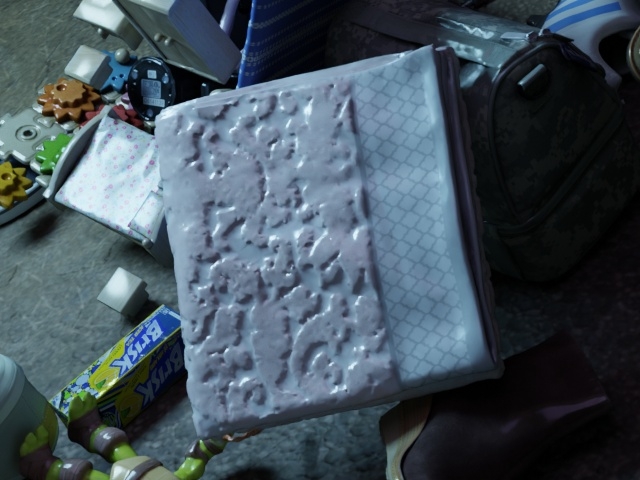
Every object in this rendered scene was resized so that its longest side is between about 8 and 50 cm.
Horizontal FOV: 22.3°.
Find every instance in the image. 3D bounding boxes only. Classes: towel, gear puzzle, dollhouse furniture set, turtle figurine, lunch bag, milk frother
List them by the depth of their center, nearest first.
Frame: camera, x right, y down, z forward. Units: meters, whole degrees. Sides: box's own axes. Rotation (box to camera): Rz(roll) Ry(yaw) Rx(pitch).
[{"bbox_3d":[0.000,0.000,1.536,0.317,0.053,0.332,-14,75,21],"label":"towel"},{"bbox_3d":[-0.174,0.231,1.604,0.217,0.087,0.269,26,56,29],"label":"turtle figurine"},{"bbox_3d":[0.159,-0.129,1.686,0.212,0.256,0.305,-48,41,-14],"label":"lunch bag"},{"bbox_3d":[-0.038,-0.176,1.728,0.040,0.336,0.243,24,32,18],"label":"towel"},{"bbox_3d":[-0.269,-0.140,1.929,0.303,0.174,0.355,25,76,32],"label":"dollhouse furniture set"},{"bbox_3d":[-0.169,-0.168,2.120,0.129,0.143,0.135,30,27,29],"label":"milk frother"},{"bbox_3d":[-0.342,-0.151,2.158,0.175,0.044,0.339,32,54,25],"label":"gear puzzle"}]

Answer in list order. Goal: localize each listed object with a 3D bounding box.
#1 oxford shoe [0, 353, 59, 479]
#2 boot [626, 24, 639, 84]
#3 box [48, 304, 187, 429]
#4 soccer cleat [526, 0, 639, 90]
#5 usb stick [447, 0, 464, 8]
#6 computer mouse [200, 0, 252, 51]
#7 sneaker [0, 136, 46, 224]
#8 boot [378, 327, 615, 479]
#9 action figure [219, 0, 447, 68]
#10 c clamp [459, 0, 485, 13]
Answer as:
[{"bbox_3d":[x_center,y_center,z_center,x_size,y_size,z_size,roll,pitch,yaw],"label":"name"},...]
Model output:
[{"bbox_3d":[-0.450,0.239,1.757,0.449,0.130,0.169,-20,39,36],"label":"oxford shoe"},{"bbox_3d":[0.475,-0.263,1.773,0.305,0.112,0.115,-29,-1,-3],"label":"boot"},{"bbox_3d":[-0.207,0.148,1.764,0.169,0.054,0.059,-42,37,-19],"label":"box"},{"bbox_3d":[0.334,-0.259,1.912,0.143,0.116,0.331,18,47,16],"label":"soccer cleat"},{"bbox_3d":[0.135,-0.296,2.121,0.077,0.045,0.278,-33,35,-7],"label":"usb stick"},{"bbox_3d":[-0.112,-0.304,2.148,0.188,0.272,0.072,-22,69,-3],"label":"computer mouse"},{"bbox_3d":[-0.491,-0.075,2.176,0.321,0.127,0.126,-29,34,-6],"label":"sneaker"},{"bbox_3d":[0.163,0.184,1.446,0.207,0.090,0.248,-25,31,6],"label":"boot"},{"bbox_3d":[0.053,-0.297,1.947,0.370,0.275,0.248,178,105,-75],"label":"action figure"},{"bbox_3d":[0.238,-0.349,2.147,0.160,0.022,0.137,-37,31,-12],"label":"c clamp"}]
